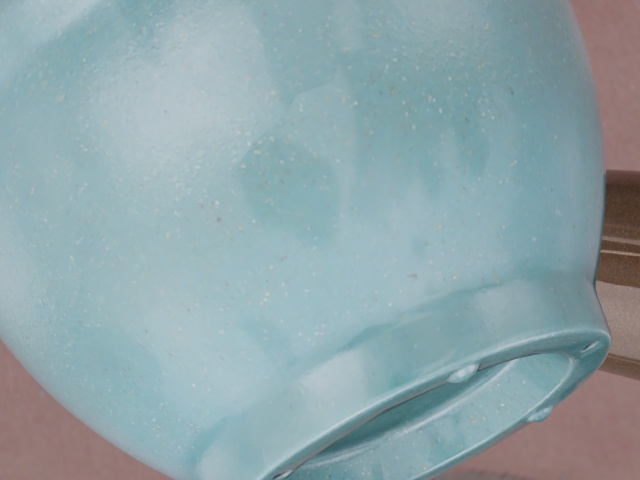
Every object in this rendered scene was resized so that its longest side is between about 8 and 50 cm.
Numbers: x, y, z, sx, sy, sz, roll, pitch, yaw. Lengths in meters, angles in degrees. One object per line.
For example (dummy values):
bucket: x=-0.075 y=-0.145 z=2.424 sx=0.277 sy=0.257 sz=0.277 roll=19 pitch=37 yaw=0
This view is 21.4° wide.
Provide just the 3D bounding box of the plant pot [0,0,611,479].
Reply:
plant pot: x=0.000 y=0.000 z=0.699 sx=0.293 sy=0.196 sz=0.293 roll=-24 pitch=160 yaw=-9

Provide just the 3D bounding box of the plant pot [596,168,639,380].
plant pot: x=0.206 y=0.021 z=1.123 sx=0.165 sy=0.167 sz=0.167 roll=10 pitch=126 yaw=15
